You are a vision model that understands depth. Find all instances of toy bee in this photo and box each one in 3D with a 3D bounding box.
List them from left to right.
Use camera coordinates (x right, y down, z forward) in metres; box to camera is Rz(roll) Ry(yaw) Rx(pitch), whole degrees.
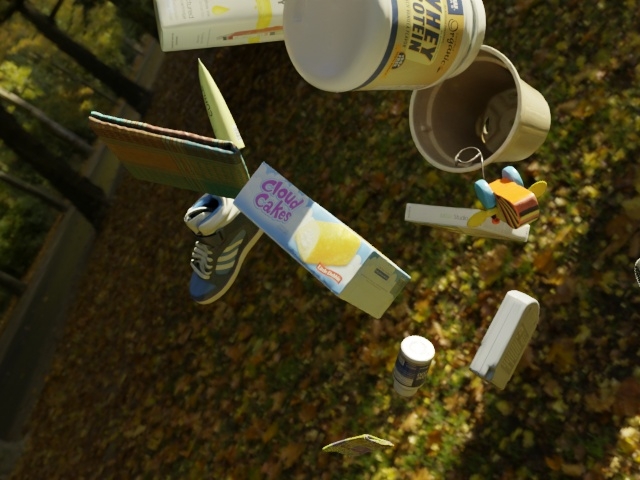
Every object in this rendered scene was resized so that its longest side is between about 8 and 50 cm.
[{"bbox_3d":[0.437,-0.097,1.755,0.195,0.162,0.298,-15,33,16],"label":"toy bee"}]

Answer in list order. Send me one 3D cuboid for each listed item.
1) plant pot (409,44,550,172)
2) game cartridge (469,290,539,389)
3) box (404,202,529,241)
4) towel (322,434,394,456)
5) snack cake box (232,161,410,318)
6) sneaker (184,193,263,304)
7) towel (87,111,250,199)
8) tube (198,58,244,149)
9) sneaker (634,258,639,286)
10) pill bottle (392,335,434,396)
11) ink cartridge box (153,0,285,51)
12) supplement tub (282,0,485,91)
[{"bbox_3d":[0.467,-0.339,2.045,0.334,0.306,0.333,-2,87,41],"label":"plant pot"},{"bbox_3d":[0.388,0.206,1.543,0.196,0.060,0.294,-58,-24,-4],"label":"game cartridge"},{"bbox_3d":[0.425,-0.050,2.140,0.232,0.322,0.058,8,87,41],"label":"box"},{"bbox_3d":[0.051,0.280,1.012,0.083,0.060,0.009,-25,52,36],"label":"towel"},{"bbox_3d":[0.000,0.000,1.177,0.264,0.152,0.089,39,94,33],"label":"snack cake box"},{"bbox_3d":[-0.296,0.005,1.908,0.130,0.236,0.322,42,100,36],"label":"sneaker"},{"bbox_3d":[-0.268,-0.153,1.429,0.370,0.272,0.040,99,-177,-81],"label":"towel"},{"bbox_3d":[-0.263,-0.334,1.872,0.070,0.240,0.062,-16,7,40],"label":"tube"},{"bbox_3d":[0.630,0.081,1.323,0.104,0.147,0.295,-47,27,16],"label":"sneaker"},{"bbox_3d":[0.180,0.252,1.471,0.067,0.067,0.120,-84,3,-50],"label":"pill bottle"},{"bbox_3d":[-0.191,-0.604,1.694,0.160,0.385,0.279,158,102,-77],"label":"ink cartridge box"},{"bbox_3d":[0.117,-0.374,1.285,0.228,0.316,0.228,13,109,44],"label":"supplement tub"}]
